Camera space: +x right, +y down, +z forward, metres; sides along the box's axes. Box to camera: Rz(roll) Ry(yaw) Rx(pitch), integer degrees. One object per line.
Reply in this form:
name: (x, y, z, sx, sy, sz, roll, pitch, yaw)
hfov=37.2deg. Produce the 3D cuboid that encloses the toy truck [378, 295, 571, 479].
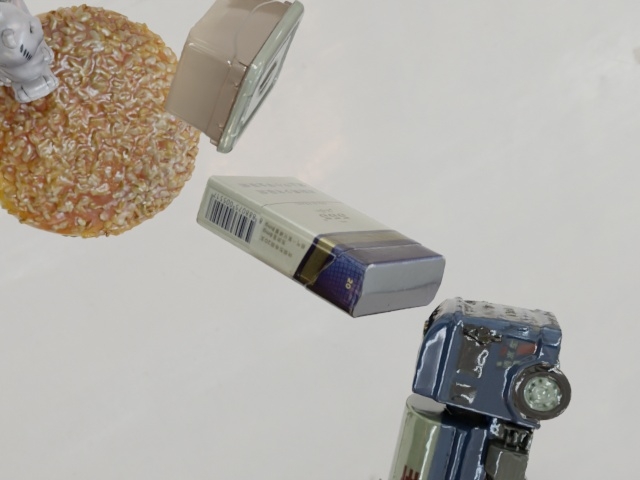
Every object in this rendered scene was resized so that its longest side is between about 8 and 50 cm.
toy truck: (0.078, 0.132, 0.531, 0.088, 0.074, 0.201, 13, 99, 8)

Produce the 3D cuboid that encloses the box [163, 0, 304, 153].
box: (-0.066, -0.135, 0.717, 0.062, 0.122, 0.089, 27, 130, -1)

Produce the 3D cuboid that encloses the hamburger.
hamburger: (-0.336, -0.161, 1.338, 0.330, 0.250, 0.329, 0, 91, -13)

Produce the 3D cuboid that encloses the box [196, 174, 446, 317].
box: (0.000, 0.000, 1.116, 0.168, 0.259, 0.071, -3, 118, -51)

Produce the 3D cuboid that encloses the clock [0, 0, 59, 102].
clock: (-0.377, -0.261, 1.123, 0.080, 0.176, 0.117, -26, 153, -11)
